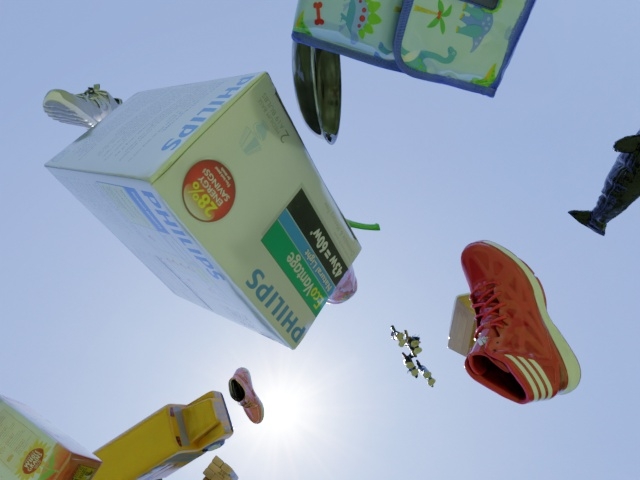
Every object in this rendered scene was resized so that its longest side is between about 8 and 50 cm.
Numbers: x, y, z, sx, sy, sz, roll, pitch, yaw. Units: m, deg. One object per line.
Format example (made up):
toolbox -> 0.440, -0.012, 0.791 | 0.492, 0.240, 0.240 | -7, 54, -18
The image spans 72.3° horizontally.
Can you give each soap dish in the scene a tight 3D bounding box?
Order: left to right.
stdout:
soap dish -> 0.592, 0.276, 1.492 | 0.290, 0.229, 0.118 | -7, -149, -11

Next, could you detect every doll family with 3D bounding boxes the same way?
doll family -> 0.253, 0.317, 1.198 | 0.075, 0.111, 0.193 | -17, -95, -4

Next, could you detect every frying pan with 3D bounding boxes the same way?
frying pan -> -0.001, -0.296, 0.595 | 0.053, 0.197, 0.327 | 0, -78, 13

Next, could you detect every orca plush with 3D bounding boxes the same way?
orca plush -> 0.576, -0.157, 0.828 | 0.102, 0.287, 0.151 | 26, -144, -11

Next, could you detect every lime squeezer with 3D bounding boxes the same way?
lime squeezer -> 0.000, 0.000, 0.936 | 0.310, 0.110, 0.058 | -32, -130, -25

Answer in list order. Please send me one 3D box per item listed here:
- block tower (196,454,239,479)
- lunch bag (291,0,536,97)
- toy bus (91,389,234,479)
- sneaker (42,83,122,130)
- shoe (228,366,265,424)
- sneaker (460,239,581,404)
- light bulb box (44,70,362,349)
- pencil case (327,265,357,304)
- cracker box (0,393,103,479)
block tower -> -0.320, 0.689, 1.026 | 0.090, 0.097, 0.335 | 25, -126, 24
lunch bag -> 0.069, -0.179, 0.291 | 0.151, 0.129, 0.096 | 23, -150, 12
toy bus -> -0.357, 0.450, 0.950 | 0.332, 0.130, 0.108 | -34, -123, 9
sneaker -> -0.571, -0.333, 1.068 | 0.105, 0.281, 0.116 | 11, -86, -3
shoe -> -0.219, 0.466, 1.275 | 0.063, 0.081, 0.178 | -18, -88, 11
sneaker -> 0.221, 0.094, 0.548 | 0.127, 0.087, 0.221 | -3, -128, -35
light bulb box -> -0.181, -0.050, 0.727 | 0.360, 0.358, 0.225 | 12, -125, 41
pencil case -> 0.018, 0.065, 1.110 | 0.124, 0.284, 0.124 | -7, -119, 12
cracker box -> -0.438, 0.332, 0.612 | 0.232, 0.067, 0.156 | 12, -120, 31
